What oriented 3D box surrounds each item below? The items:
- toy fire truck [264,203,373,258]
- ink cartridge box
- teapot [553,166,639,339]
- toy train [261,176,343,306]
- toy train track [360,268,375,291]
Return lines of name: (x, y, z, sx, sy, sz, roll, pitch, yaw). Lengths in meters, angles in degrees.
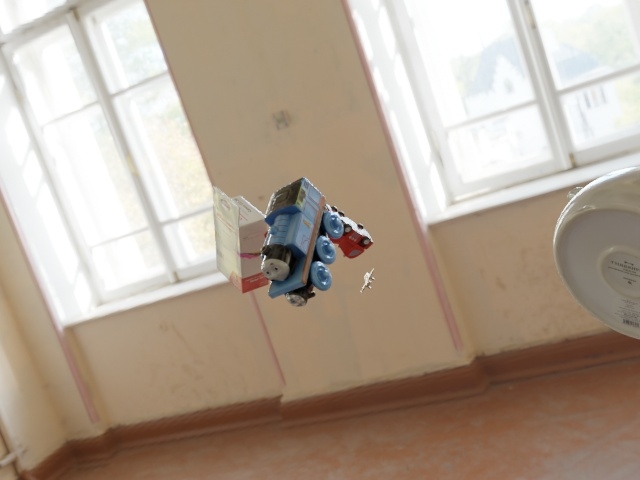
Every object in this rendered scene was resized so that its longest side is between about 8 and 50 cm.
toy fire truck: (0.000, 0.000, 1.408, 0.135, 0.047, 0.192, -43, -44, 16)
ink cartridge box: (-0.159, -0.010, 1.450, 0.067, 0.198, 0.115, -19, 37, -29)
teapot: (0.458, -0.002, 0.967, 0.187, 0.256, 0.252, -35, -11, -30)
toy train: (-0.032, 0.004, 1.010, 0.080, 0.105, 0.184, -26, 35, 36)
toy train track: (0.091, 0.075, 1.354, 0.048, 0.014, 0.083, -62, 3, 7)
